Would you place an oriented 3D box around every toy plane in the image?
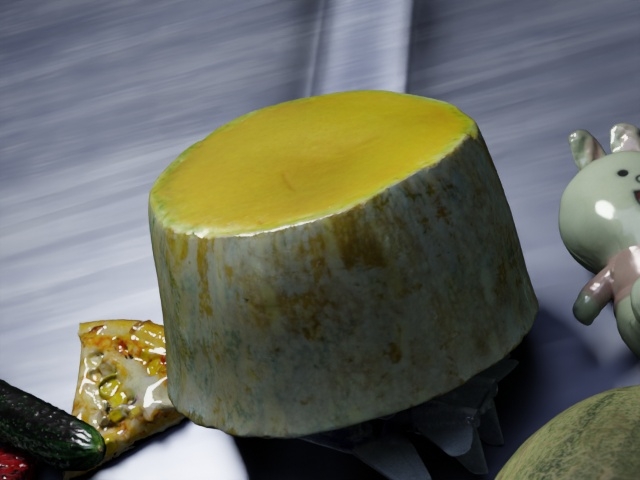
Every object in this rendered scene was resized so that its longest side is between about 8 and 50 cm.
[{"bbox_3d":[0.023,0.136,1.178,0.267,0.088,0.212,3,27,26],"label":"toy plane"}]

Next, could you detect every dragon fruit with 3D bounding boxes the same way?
[{"bbox_3d":[-0.320,0.229,1.256,0.131,0.063,0.097,1,11,13],"label":"dragon fruit"}]

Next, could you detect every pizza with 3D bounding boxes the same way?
[{"bbox_3d":[-0.194,0.142,1.291,0.185,0.036,0.176,29,64,38],"label":"pizza"}]

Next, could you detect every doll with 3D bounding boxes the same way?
[{"bbox_3d":[0.279,0.008,1.193,0.155,0.113,0.275,-11,39,-1],"label":"doll"}]

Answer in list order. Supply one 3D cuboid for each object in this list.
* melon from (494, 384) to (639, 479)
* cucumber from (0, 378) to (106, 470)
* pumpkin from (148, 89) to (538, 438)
[{"bbox_3d":[0.209,0.243,0.905,0.248,0.248,0.329,3,47,23],"label":"melon"},{"bbox_3d":[-0.254,0.167,1.247,0.052,0.058,0.215,-36,30,-32],"label":"cucumber"},{"bbox_3d":[0.000,0.000,1.162,0.332,0.199,0.332,-15,18,5],"label":"pumpkin"}]
